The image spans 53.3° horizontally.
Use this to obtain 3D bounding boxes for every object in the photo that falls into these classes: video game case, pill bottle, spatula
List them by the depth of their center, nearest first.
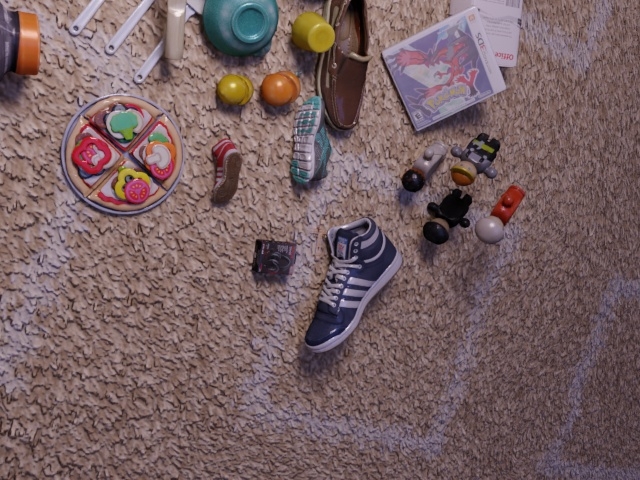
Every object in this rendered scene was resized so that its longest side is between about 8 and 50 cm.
[{"bbox_3d":[-0.514,-0.278,0.862,0.246,0.130,0.130,-2,102,-30],"label":"pill bottle"},{"bbox_3d":[-0.276,-0.388,1.037,0.168,0.019,0.242,38,81,-31],"label":"spatula"},{"bbox_3d":[0.250,-0.343,1.286,0.202,0.023,0.183,-24,116,11],"label":"video game case"}]

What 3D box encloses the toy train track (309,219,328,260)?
[{"bbox_3d":[0.000,0.000,1.281,0.048,0.014,0.083,4,99,-30],"label":"toy train track"}]

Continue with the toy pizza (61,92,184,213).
[{"bbox_3d":[-0.321,-0.141,1.057,0.202,0.032,0.201,-7,104,-28],"label":"toy pizza"}]

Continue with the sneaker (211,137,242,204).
[{"bbox_3d":[-0.174,-0.126,1.145,0.042,0.067,0.118,0,131,-32],"label":"sneaker"}]

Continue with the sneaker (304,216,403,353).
[{"bbox_3d":[0.039,0.078,1.265,0.282,0.099,0.153,-49,127,-20],"label":"sneaker"}]

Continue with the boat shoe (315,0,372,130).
[{"bbox_3d":[0.049,-0.332,1.188,0.095,0.095,0.257,-11,106,-27],"label":"boat shoe"}]

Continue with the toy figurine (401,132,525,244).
[{"bbox_3d":[0.284,-0.098,1.304,0.148,0.213,0.209,-48,121,-28],"label":"toy figurine"}]

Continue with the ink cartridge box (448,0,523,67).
[{"bbox_3d":[0.344,-0.463,1.335,0.140,0.082,0.190,-3,104,-29],"label":"ink cartridge box"}]

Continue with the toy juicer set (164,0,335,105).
[{"bbox_3d":[-0.150,-0.346,1.090,0.329,0.089,0.209,18,110,-35],"label":"toy juicer set"}]

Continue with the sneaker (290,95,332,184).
[{"bbox_3d":[-0.010,-0.190,1.217,0.076,0.065,0.166,-2,106,-46],"label":"sneaker"}]

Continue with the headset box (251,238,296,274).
[{"bbox_3d":[-0.085,0.032,1.229,0.083,0.032,0.062,6,98,-29],"label":"headset box"}]
